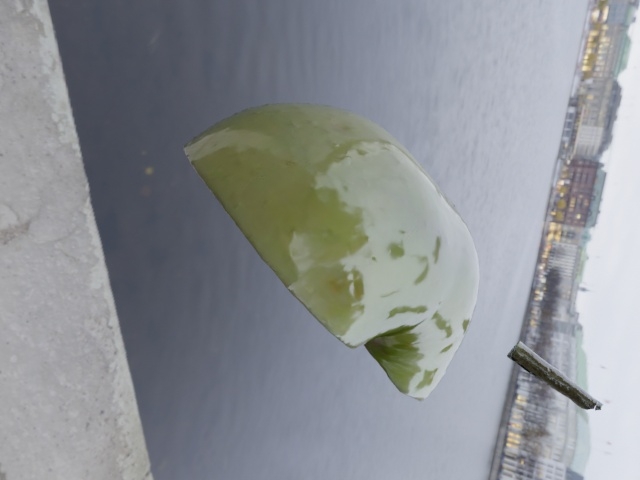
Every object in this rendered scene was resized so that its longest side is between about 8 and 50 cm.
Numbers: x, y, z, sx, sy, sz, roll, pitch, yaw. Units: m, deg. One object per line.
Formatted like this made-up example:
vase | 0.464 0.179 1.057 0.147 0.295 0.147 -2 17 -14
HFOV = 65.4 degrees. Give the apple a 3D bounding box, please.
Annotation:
apple | 0.000 0.000 0.581 0.312 0.360 0.319 -8 129 -29

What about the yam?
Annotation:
yam | 0.317 0.190 0.678 0.033 0.129 0.027 -36 155 -37
